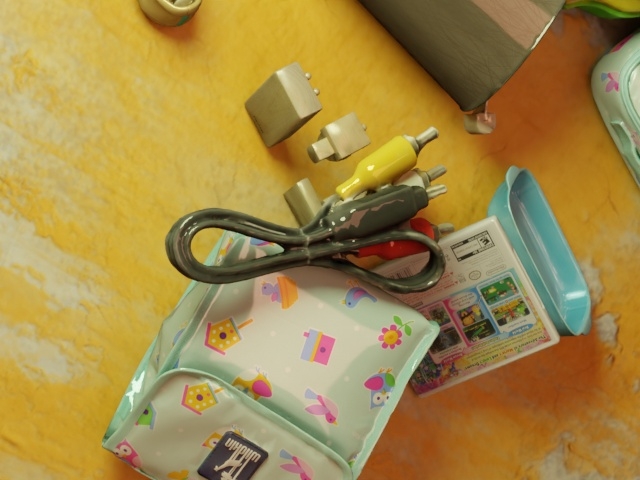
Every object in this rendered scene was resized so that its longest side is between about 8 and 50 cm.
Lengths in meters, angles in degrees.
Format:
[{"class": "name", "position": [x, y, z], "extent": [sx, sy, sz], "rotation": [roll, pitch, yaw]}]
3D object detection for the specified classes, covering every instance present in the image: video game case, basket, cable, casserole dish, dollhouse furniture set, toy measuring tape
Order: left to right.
[{"class": "cable", "position": [0.000, 0.000, 1.627], "extent": [0.287, 0.072, 0.140], "rotation": [-17, 105, -18]}, {"class": "dollhouse furniture set", "position": [0.025, -0.100, 1.723], "extent": [0.123, 0.144, 0.151], "rotation": [-28, 88, -20]}, {"class": "basket", "position": [0.108, -0.271, 1.726], "extent": [0.227, 0.154, 0.204], "rotation": [36, 83, -15]}, {"class": "video game case", "position": [0.134, 0.067, 1.782], "extent": [0.157, 0.019, 0.143], "rotation": [-24, 105, 19]}, {"class": "casserole dish", "position": [0.216, 0.016, 1.814], "extent": [0.037, 0.114, 0.188], "rotation": [-21, 106, 25]}, {"class": "toy measuring tape", "position": [0.267, -0.224, 1.803], "extent": [0.121, 0.121, 0.330], "rotation": [33, 83, -19]}]

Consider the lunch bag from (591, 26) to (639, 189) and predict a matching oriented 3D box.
[{"class": "lunch bag", "position": [0.418, -0.110, 1.866], "extent": [0.224, 0.108, 0.279], "rotation": [-36, 104, -14]}]

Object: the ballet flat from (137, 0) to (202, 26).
[{"class": "ballet flat", "position": [-0.155, -0.311, 1.665], "extent": [0.080, 0.073, 0.232], "rotation": [-22, 101, -17]}]

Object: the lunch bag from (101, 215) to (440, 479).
[{"class": "lunch bag", "position": [-0.051, 0.137, 1.688], "extent": [0.223, 0.160, 0.262], "rotation": [32, 83, -12]}]
